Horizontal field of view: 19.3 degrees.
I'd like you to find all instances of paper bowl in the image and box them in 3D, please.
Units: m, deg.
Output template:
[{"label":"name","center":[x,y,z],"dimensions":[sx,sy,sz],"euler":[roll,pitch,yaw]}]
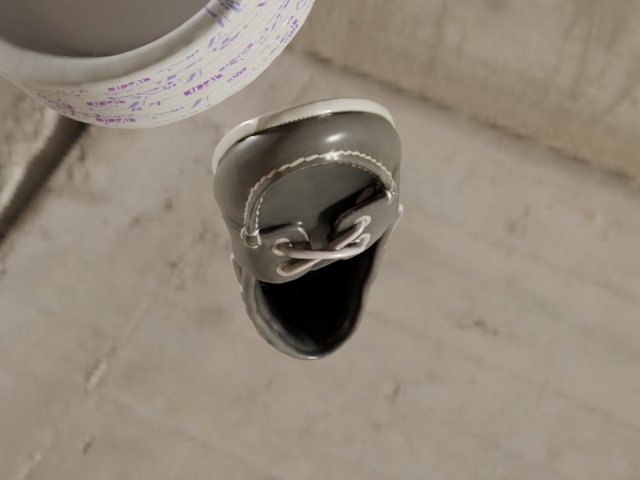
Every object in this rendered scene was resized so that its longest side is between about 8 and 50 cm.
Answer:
[{"label":"paper bowl","center":[-0.128,-0.218,1.359],"dimensions":[0.284,0.148,0.284],"euler":[-5,-107,17]}]

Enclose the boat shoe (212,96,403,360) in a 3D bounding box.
[{"label":"boat shoe","center":[0.000,0.000,1.122],"dimensions":[0.112,0.335,0.095],"euler":[-16,-101,-5]}]
